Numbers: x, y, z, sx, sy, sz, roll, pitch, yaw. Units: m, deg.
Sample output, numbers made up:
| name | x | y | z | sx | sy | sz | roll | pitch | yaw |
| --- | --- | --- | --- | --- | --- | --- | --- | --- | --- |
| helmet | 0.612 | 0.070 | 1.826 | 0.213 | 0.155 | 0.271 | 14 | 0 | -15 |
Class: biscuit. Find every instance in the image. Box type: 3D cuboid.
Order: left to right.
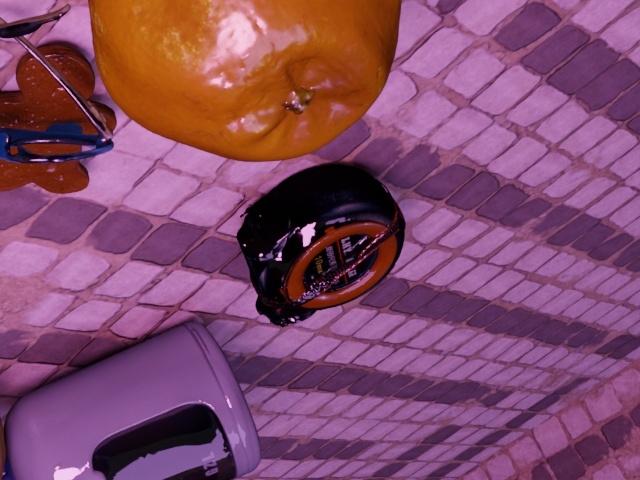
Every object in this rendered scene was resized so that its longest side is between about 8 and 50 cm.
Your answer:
| name | x | y | z | sx | sy | sz | roll | pitch | yaw |
| --- | --- | --- | --- | --- | --- | --- | --- | --- | --- |
| biscuit | -0.276 | -0.122 | 1.099 | 0.138 | 0.031 | 0.205 | 1 | 143 | -21 |

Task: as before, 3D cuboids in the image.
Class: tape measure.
| name | x | y | z | sx | sy | sz | roll | pitch | yaw |
| --- | --- | --- | --- | --- | --- | --- | --- | --- | --- |
| tape measure | 0.000 | 0.000 | 1.430 | 0.223 | 0.135 | 0.202 | -24 | 142 | -7 |

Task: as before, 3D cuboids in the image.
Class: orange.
| name | x | y | z | sx | sy | sz | roll | pitch | yaw |
| --- | --- | --- | --- | --- | --- | --- | --- | --- | --- |
| orange | -0.061 | -0.193 | 0.939 | 0.279 | 0.235 | 0.279 | -13 | 155 | -6 |

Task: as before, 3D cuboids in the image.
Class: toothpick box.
| name | x | y | z | sx | sy | sz | roll | pitch | yaw |
| --- | --- | --- | --- | --- | --- | --- | --- | --- | --- |
| toothpick box | -0.292 | 0.278 | 1.544 | 0.355 | 0.263 | 0.263 | -23 | 152 | -16 |

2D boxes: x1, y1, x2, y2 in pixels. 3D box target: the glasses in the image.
| name | x | y | z | sx | sy | sz | roll | pitch | yaw |
| --- | --- | --- | --- | --- | --- | --- | --- | --- | --- |
| glasses | -0.303 | -0.135 | 0.958 | 0.239 | 0.102 | 0.206 | -1 | 143 | -12 |

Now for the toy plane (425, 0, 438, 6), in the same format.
| name | x | y | z | sx | sy | sz | roll | pitch | yaw |
| --- | --- | --- | --- | --- | --- | --- | --- | --- | --- |
| toy plane | 0.085 | -0.289 | 1.062 | 0.174 | 0.080 | 0.174 | -25 | 139 | -24 |

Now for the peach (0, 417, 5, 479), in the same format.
| name | x | y | z | sx | sy | sz | roll | pitch | yaw |
| --- | --- | --- | --- | --- | --- | --- | --- | --- | --- |
| peach | -0.510 | 0.248 | 1.382 | 0.214 | 0.214 | 0.235 | -16 | 113 | -17 |
